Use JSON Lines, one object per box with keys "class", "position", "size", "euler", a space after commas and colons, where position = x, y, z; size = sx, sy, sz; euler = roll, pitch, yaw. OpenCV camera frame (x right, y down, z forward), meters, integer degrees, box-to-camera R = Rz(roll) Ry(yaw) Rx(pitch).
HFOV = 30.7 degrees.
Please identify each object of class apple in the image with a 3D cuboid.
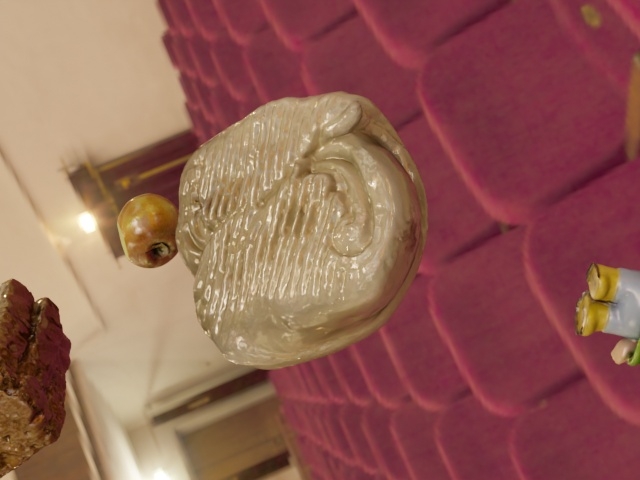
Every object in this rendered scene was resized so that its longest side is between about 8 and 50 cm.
{"class": "apple", "position": [-0.262, -0.016, 1.805], "size": [0.114, 0.099, 0.102], "euler": [85, 160, -49]}

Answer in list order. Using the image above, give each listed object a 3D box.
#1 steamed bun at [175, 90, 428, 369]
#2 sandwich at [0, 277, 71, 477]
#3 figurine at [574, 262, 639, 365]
{"class": "steamed bun", "position": [-0.002, -0.009, 1.400], "size": [0.219, 0.324, 0.309], "euler": [21, -134, -49]}
{"class": "sandwich", "position": [-0.438, 0.205, 1.304], "size": [0.131, 0.325, 0.262], "euler": [53, -174, -22]}
{"class": "figurine", "position": [0.399, 0.080, 1.194], "size": [0.143, 0.263, 0.162], "euler": [-79, 1, -74]}
